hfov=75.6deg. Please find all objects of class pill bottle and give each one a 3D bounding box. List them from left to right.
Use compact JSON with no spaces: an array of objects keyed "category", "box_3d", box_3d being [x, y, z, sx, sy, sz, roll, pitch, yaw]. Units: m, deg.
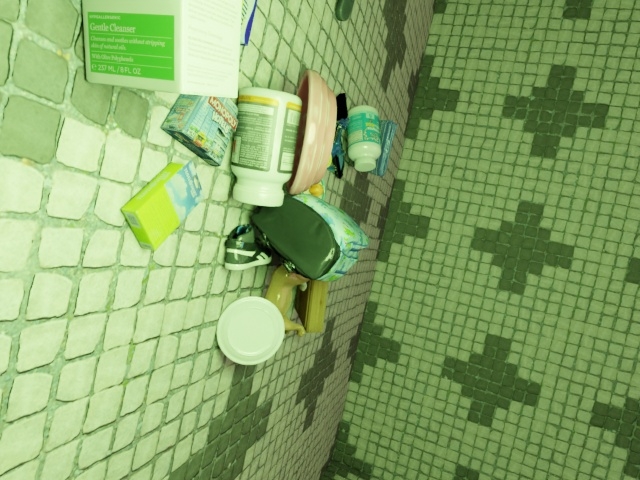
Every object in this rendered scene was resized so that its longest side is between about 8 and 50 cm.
[{"category":"pill bottle","box_3d":[-0.144,-0.236,1.060,0.162,0.162,0.278,-22,124,-68]},{"category":"pill bottle","box_3d":[0.189,-0.441,1.804,0.146,0.146,0.264,42,45,-69]}]

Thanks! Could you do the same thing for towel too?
[{"category":"towel","box_3d":[0.244,-0.438,1.922,0.336,0.040,0.243,-136,-126,-65]}]

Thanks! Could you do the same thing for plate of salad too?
[{"category":"plate of salad","box_3d":[-0.206,0.265,1.224,0.048,0.199,0.200,173,-66,-73]}]

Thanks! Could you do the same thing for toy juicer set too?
[{"category":"toy juicer set","box_3d":[-0.052,-0.179,1.384,0.209,0.089,0.329,20,77,-52]}]

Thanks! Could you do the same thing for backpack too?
[{"category":"backpack","box_3d":[0.000,0.000,1.273,0.273,0.290,0.355,-45,155,-5]}]

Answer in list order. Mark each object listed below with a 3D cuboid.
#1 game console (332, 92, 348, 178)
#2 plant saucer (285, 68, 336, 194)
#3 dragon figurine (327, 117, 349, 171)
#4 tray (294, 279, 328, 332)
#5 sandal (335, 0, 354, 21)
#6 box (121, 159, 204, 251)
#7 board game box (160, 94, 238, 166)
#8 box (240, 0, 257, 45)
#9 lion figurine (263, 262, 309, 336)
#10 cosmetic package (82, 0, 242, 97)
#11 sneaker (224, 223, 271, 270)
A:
[{"category":"game console","box_3d":[0.074,-0.422,1.748,0.361,0.044,0.213,76,33,-55]},{"category":"plant saucer","box_3d":[-0.028,-0.286,1.128,0.332,0.084,0.332,-174,-90,-76]},{"category":"dragon figurine","box_3d":[0.017,-0.332,1.545,0.289,0.085,0.144,-56,150,-9]},{"category":"tray","box_3d":[-0.031,0.129,1.616,0.203,0.076,0.411,-130,-137,-65]},{"category":"sandal","box_3d":[0.105,-0.927,1.499,0.254,0.054,0.097,-65,153,-4]},{"category":"box","box_3d":[-0.316,-0.078,0.850,0.109,0.042,0.178,85,26,-45]},{"category":"board game box","box_3d":[-0.239,-0.285,0.907,0.194,0.060,0.194,37,68,-70]},{"category":"box","box_3d":[-0.199,-0.499,0.858,0.137,0.072,0.126,6,98,-72]},{"category":"lion figurine","box_3d":[-0.134,0.195,1.368,0.240,0.142,0.392,28,73,-42]},{"category":"cosmetic package","box_3d":[-0.234,-0.417,0.623,0.155,0.197,0.366,-34,133,-62]},{"category":"sneaker","box_3d":[-0.197,0.010,1.199,0.217,0.079,0.121,-22,120,-70]}]
